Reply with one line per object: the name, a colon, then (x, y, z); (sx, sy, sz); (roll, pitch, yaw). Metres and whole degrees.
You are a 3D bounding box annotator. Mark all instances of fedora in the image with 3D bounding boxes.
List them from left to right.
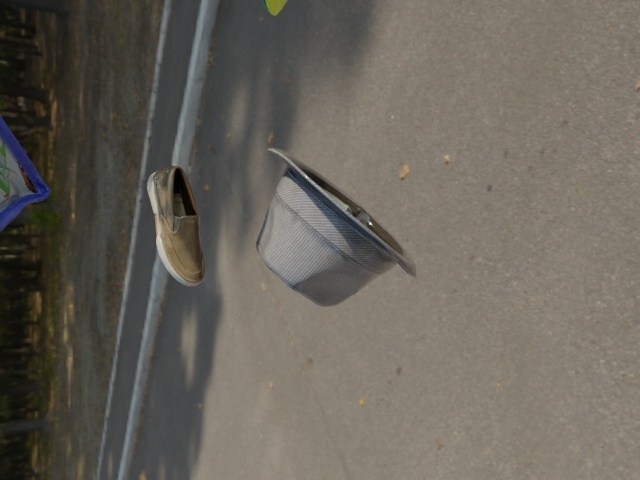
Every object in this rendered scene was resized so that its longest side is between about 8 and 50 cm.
fedora: (0.000, 0.000, 0.727); (0.124, 0.243, 0.275); (-50, -2, 8)

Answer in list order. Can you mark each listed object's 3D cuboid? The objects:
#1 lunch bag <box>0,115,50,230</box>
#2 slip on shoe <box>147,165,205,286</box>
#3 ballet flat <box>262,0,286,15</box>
lunch bag: (-0.578, -0.130, 0.629); (0.239, 0.327, 0.386); (-95, -15, -66)
slip on shoe: (-0.153, -0.017, 0.630); (0.041, 0.051, 0.136); (-19, 82, 36)
ballet flat: (-0.066, -0.448, 0.899); (0.231, 0.077, 0.077); (74, -153, -64)
